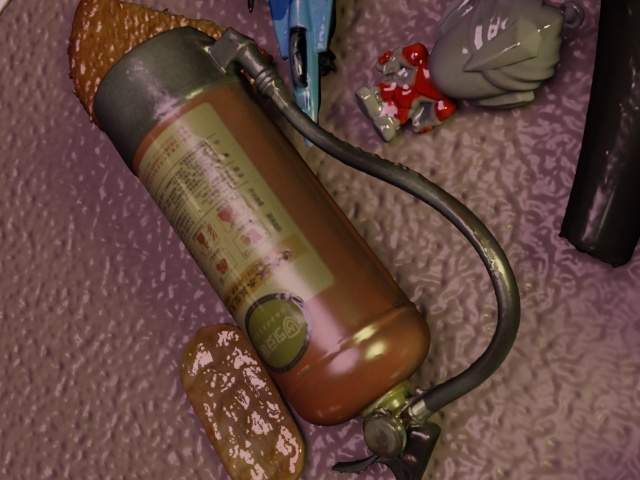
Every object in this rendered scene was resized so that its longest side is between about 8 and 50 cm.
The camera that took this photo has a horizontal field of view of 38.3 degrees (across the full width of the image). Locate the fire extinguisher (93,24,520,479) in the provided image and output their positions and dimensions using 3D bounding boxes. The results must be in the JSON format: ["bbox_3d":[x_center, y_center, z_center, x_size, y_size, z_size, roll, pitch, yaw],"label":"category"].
[{"bbox_3d":[-0.009,0.005,0.642,0.376,0.113,0.200,55,142,12],"label":"fire extinguisher"}]

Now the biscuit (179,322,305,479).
[{"bbox_3d":[-0.063,0.133,0.727,0.071,0.018,0.147,-36,70,15],"label":"biscuit"}]

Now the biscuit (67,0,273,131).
[{"bbox_3d":[-0.144,-0.140,0.796,0.206,0.025,0.126,22,91,24],"label":"biscuit"}]

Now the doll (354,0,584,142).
[{"bbox_3d":[0.106,-0.129,0.671,0.180,0.079,0.094,-25,102,27],"label":"doll"}]

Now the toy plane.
[{"bbox_3d":[-0.009,-0.193,0.725,0.169,0.078,0.246,-8,86,21],"label":"toy plane"}]

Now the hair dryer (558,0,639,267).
[{"bbox_3d":[0.134,-0.153,0.528,0.120,0.359,0.304,32,105,49],"label":"hair dryer"}]

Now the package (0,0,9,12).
[{"bbox_3d":[-0.440,-0.250,0.916,0.251,0.062,0.204,40,99,18],"label":"package"}]
